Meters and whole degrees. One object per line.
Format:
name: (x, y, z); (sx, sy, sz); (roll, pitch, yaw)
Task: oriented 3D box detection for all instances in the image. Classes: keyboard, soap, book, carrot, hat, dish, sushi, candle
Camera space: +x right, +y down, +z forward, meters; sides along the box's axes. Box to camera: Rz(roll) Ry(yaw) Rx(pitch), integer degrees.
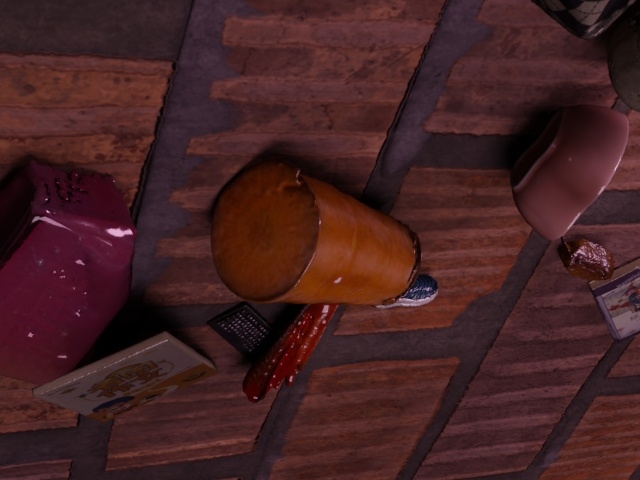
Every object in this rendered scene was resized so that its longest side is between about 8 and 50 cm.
keyboard: (-0.104, 0.160, 1.936); (0.074, 0.015, 0.196); (-29, 142, 9)
soap: (-0.370, 0.053, 1.589); (0.220, 0.127, 0.325); (18, 128, -38)
book: (-0.282, 0.208, 1.822); (0.207, 0.020, 0.295); (-23, 163, 3)
carrot: (0.000, 0.000, 1.694); (0.196, 0.196, 0.254); (-44, 148, 26)
book: (0.578, 0.101, 2.188); (0.157, 0.026, 0.231); (-28, 142, 8)
hat: (0.455, -0.237, 1.610); (0.257, 0.257, 0.130); (18, 160, -40)
dish: (0.339, -0.109, 1.735); (0.090, 0.213, 0.213); (31, 125, -8)
sushi: (0.438, 0.028, 2.011); (0.120, 0.055, 0.052); (13, 142, -23)
candle: (-0.033, 0.143, 1.897); (0.084, 0.059, 0.302); (-2, 134, -43)

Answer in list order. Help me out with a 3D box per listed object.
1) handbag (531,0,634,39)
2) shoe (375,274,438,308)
handbag: (0.319, -0.458, 1.287); (0.316, 0.180, 0.416); (-34, 137, 2)
shoe: (0.124, 0.065, 1.902); (0.142, 0.064, 0.071); (0, 119, -34)
